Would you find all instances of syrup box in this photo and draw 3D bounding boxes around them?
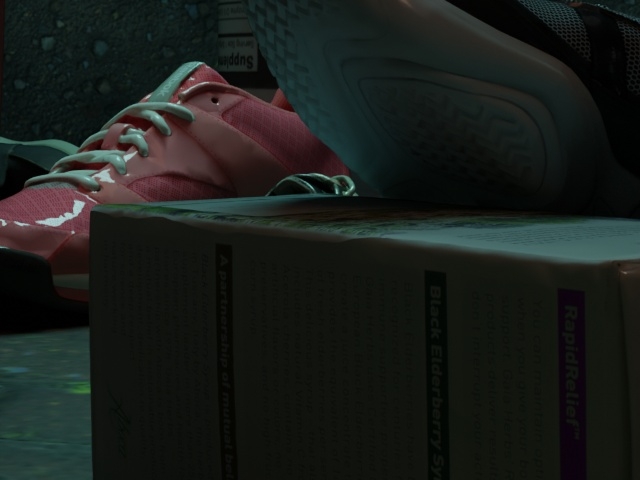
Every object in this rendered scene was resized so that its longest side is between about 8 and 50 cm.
[{"bbox_3d":[0.033,0.040,0.511,0.093,0.096,0.237,-4,7,-35],"label":"syrup box"}]

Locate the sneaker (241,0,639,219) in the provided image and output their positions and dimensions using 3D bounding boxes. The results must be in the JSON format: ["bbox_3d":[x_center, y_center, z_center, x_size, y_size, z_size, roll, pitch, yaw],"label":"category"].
[{"bbox_3d":[0.108,-0.052,0.602,0.268,0.153,0.101,38,-19,-8],"label":"sneaker"}]

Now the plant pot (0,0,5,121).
[{"bbox_3d":[-0.260,-0.082,0.855,0.275,0.243,0.275,-6,15,2],"label":"plant pot"}]

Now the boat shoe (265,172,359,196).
[{"bbox_3d":[0.000,0.000,1.050,0.078,0.070,0.219,12,14,43],"label":"boat shoe"}]

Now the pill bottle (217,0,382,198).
[{"bbox_3d":[0.035,-0.167,1.292,0.210,0.363,0.210,0,5,0],"label":"pill bottle"}]

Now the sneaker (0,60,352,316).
[{"bbox_3d":[-0.100,-0.034,1.086,0.116,0.136,0.314,4,7,42],"label":"sneaker"}]

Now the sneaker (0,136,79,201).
[{"bbox_3d":[-0.254,-0.024,1.411,0.222,0.083,0.118,14,32,40],"label":"sneaker"}]
